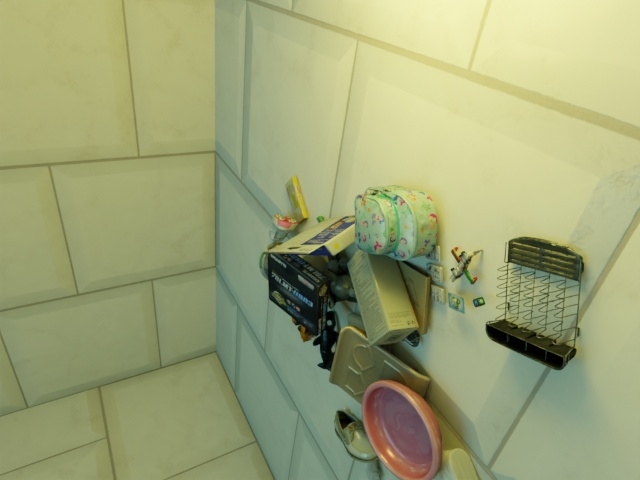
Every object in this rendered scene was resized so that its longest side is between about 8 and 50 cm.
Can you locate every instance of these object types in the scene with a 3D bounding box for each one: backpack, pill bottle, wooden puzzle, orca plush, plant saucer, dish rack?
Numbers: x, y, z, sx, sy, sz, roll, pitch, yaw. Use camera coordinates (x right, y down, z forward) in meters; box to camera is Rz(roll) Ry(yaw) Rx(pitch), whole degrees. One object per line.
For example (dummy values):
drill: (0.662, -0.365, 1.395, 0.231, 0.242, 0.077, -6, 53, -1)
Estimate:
backpack: (0.225, -0.052, 1.311, 0.254, 0.191, 0.225, 19, 116, 52)
pill bottle: (-0.126, 0.122, 1.977, 0.361, 0.204, 0.204, 10, 109, 60)
wooden puzzle: (0.181, 0.420, 1.658, 0.221, 0.044, 0.238, 21, 119, 47)
orca plush: (0.004, 0.453, 1.933, 0.151, 0.102, 0.287, -125, 40, -54)
plant saucer: (0.272, 0.614, 1.418, 0.332, 0.084, 0.331, 20, 116, 51)
wooden puzzle: (0.209, 0.497, 1.576, 0.348, 0.080, 0.322, 28, 128, 26)
dish rack: (0.491, 0.131, 0.997, 0.208, 0.074, 0.271, 20, 117, 57)

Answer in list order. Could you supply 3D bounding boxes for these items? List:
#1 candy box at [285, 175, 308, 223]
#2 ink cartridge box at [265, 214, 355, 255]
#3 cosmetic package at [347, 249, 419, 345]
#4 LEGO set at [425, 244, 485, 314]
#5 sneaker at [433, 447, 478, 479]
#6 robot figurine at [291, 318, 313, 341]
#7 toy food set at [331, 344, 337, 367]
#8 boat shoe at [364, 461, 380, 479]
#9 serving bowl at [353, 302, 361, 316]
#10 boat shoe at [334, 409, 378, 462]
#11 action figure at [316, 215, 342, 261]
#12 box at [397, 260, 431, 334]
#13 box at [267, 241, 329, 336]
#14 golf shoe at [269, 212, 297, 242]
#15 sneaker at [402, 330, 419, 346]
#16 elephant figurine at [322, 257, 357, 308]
candy box: (-0.113, -0.186, 2.025, 0.105, 0.027, 0.205, -35, 70, 65)
ink cartridge box: (0.000, 0.000, 1.570, 0.304, 0.307, 0.072, -1, 118, 56)
cosmetic package: (0.199, 0.176, 1.446, 0.160, 0.113, 0.309, 123, 140, -54)
LEGO set: (0.384, 0.105, 1.229, 0.244, 0.060, 0.182, -158, 60, -70)
sneaker: (0.428, 0.803, 1.337, 0.169, 0.108, 0.292, 125, 137, -56)
robot figurine: (-0.067, 0.343, 2.077, 0.211, 0.085, 0.291, 55, 144, 36)
toy food set: (0.071, 0.552, 1.950, 0.132, 0.039, 0.191, -16, 86, 62)
boat shoe: (0.223, 0.973, 1.808, 0.063, 0.066, 0.184, 18, 114, 43)
serving bowl: (0.167, 0.277, 1.680, 0.083, 0.027, 0.083, 27, 127, 43)
boat shoe: (0.141, 0.829, 1.848, 0.302, 0.113, 0.103, 10, 114, 61)
action figure: (0.029, 0.003, 1.809, 0.137, 0.064, 0.232, 130, 127, -59)
box: (0.296, 0.179, 1.405, 0.164, 0.021, 0.201, -143, 48, -61)
box: (-0.094, 0.194, 1.730, 0.296, 0.073, 0.293, 34, 139, 31)
golf shoe: (-0.181, -0.050, 2.024, 0.306, 0.115, 0.140, -148, 76, -82)
sneaker: (0.290, 0.319, 1.465, 0.135, 0.052, 0.058, -128, 31, -54)
elephant figurine: (0.083, 0.193, 1.714, 0.170, 0.186, 0.239, 18, 139, 10)
